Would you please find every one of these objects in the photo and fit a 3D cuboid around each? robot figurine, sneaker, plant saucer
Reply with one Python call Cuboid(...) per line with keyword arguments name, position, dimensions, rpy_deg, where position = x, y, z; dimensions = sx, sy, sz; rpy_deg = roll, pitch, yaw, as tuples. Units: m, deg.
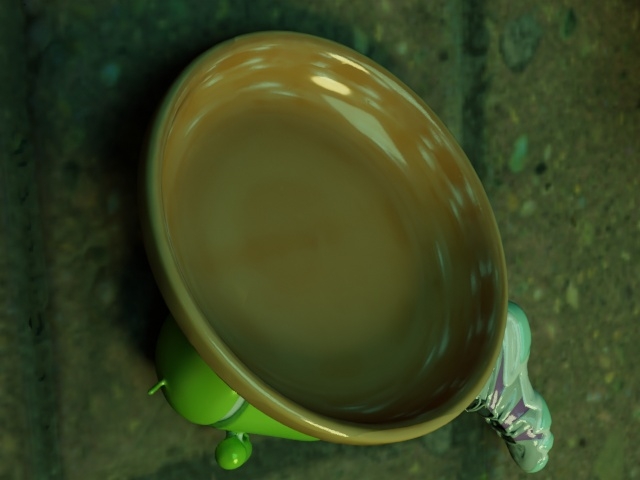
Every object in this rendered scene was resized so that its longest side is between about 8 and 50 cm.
Cuboid(name="robot figurine", position=(-0.027, 0.058, 0.746), dimensions=(0.115, 0.067, 0.101), rpy_deg=(13, 87, -33))
Cuboid(name="sneaker", position=(0.082, 0.085, 0.841), dimensions=(0.069, 0.038, 0.098), rpy_deg=(-20, 100, -26))
Cuboid(name="plant saucer", position=(0.000, 0.000, 0.724), dimensions=(0.200, 0.037, 0.200), rpy_deg=(17, 59, -31))
